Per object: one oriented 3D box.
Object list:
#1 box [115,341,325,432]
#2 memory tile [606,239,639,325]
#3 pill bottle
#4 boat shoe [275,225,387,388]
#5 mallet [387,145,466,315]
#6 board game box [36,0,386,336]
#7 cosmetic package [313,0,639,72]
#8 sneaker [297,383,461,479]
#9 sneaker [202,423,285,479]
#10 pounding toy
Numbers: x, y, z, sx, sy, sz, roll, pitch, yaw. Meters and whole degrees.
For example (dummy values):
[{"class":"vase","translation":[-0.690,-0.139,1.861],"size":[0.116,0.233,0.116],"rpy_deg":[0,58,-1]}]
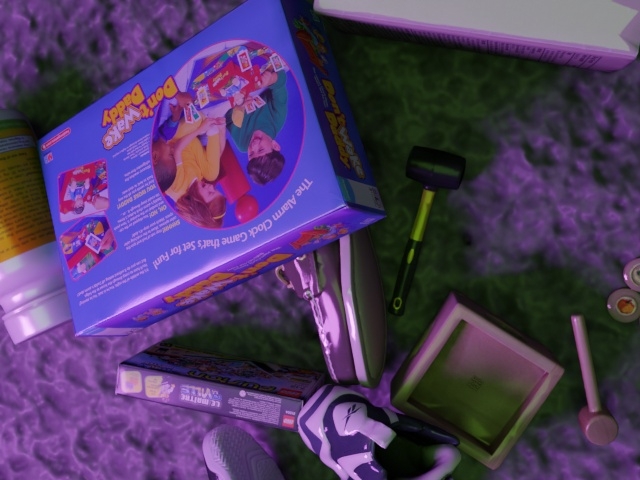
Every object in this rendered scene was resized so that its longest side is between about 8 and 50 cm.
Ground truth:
[{"class":"box","translation":[-0.107,0.159,0.895],"size":[0.207,0.114,0.036],"rpy_deg":[9,97,10]},{"class":"memory tile","translation":[0.385,0.060,0.835],"size":[0.148,0.012,0.113],"rpy_deg":[27,100,8]},{"class":"pill bottle","translation":[-0.352,-0.013,0.917],"size":[0.136,0.136,0.245],"rpy_deg":[-25,90,13]},{"class":"boat shoe","translation":[0.000,0.000,0.860],"size":[0.097,0.116,0.324],"rpy_deg":[-10,89,17]},{"class":"mallet","translation":[0.097,-0.011,0.879],"size":[0.062,0.039,0.189],"rpy_deg":[24,104,9]},{"class":"board game box","translation":[-0.129,-0.066,0.823],"size":[0.347,0.078,0.233],"rpy_deg":[-25,73,27]},{"class":"cosmetic package","translation":[0.158,-0.253,0.782],"size":[0.296,0.153,0.129],"rpy_deg":[12,98,9]},{"class":"sneaker","translation":[0.094,0.244,0.808],"size":[0.094,0.153,0.235],"rpy_deg":[-43,114,-23]},{"class":"sneaker","translation":[-0.102,0.348,0.909],"size":[0.153,0.101,0.268],"rpy_deg":[-25,92,22]},{"class":"pounding toy","translation":[0.208,0.140,0.842],"size":[0.206,0.094,0.181],"rpy_deg":[32,98,1]}]
